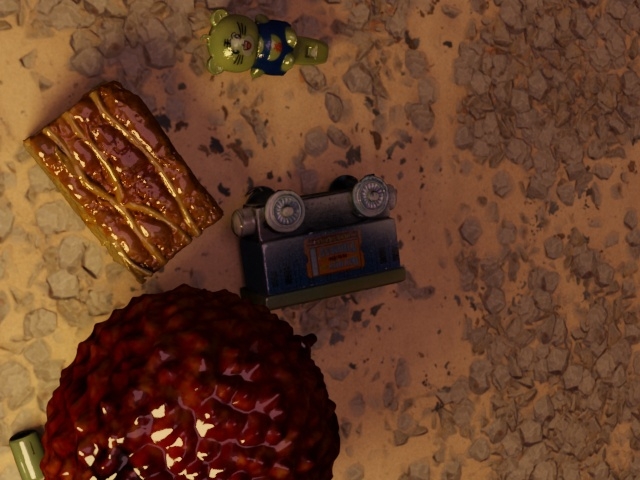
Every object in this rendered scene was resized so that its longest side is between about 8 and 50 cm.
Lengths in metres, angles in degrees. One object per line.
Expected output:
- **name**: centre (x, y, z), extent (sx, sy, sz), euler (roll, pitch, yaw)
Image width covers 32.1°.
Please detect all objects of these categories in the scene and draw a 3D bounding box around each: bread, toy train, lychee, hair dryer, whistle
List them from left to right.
- **hair dryer**: centre (-0.396, 0.308, 1.703), extent (0.150, 0.047, 0.071), euler (-21, 100, -30)
- **bread**: centre (-0.298, -0.094, 1.695), extent (0.185, 0.114, 0.274), euler (-42, 107, -19)
- **lychee**: centre (-0.169, 0.265, 1.610), extent (0.500, 0.425, 0.424), euler (-44, 110, -35)
- **whistle**: centre (-0.089, -0.313, 1.803), extent (0.227, 0.085, 0.105), euler (2, 100, -27)
- **toy train**: centre (0.000, 0.000, 1.835), extent (0.300, 0.131, 0.202), euler (-10, 99, -25)
